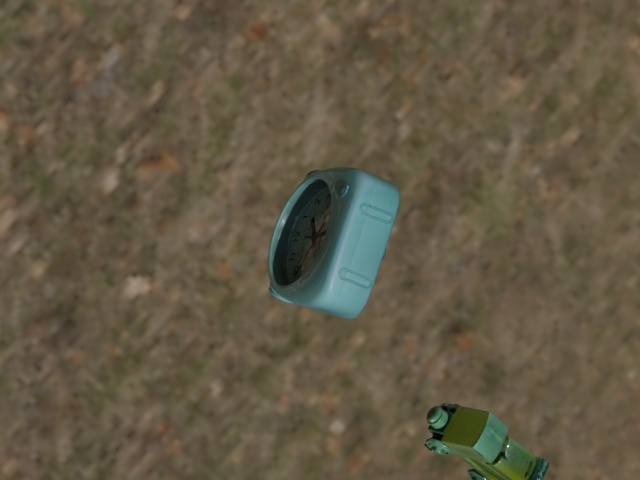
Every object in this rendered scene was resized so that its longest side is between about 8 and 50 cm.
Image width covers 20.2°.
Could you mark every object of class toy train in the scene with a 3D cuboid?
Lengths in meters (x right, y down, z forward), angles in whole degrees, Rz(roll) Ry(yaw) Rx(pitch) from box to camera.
[{"bbox_3d":[0.146,0.183,1.586,0.081,0.122,0.050,4,-119,51],"label":"toy train"}]

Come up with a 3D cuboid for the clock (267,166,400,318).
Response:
[{"bbox_3d":[-0.001,0.000,1.344,0.147,0.045,0.108,7,-103,64],"label":"clock"}]
